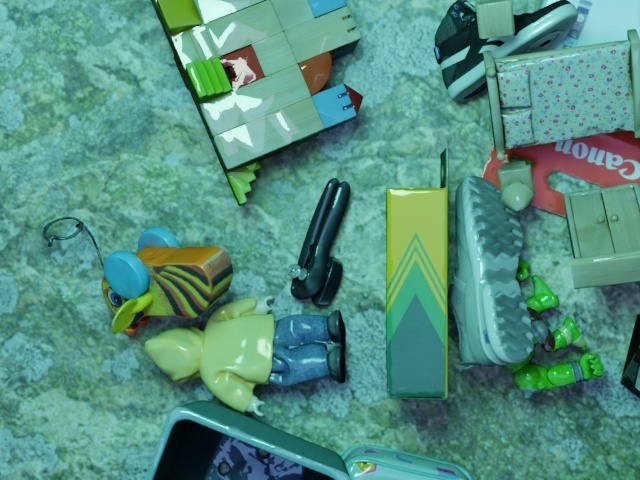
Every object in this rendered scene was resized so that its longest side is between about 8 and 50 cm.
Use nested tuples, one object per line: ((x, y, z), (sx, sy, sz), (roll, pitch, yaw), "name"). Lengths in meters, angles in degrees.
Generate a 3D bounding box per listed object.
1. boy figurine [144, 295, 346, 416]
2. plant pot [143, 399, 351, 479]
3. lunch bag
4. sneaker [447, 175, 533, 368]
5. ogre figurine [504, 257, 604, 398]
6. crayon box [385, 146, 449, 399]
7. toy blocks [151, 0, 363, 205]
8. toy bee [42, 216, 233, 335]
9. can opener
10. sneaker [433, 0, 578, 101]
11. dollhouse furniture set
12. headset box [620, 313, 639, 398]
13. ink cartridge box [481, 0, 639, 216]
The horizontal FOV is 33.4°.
((-0.107, 0.167, 1.521), (0.285, 0.092, 0.177), (-6, 66, 6), "boy figurine")
((-0.107, 0.359, 1.456), (0.247, 0.252, 0.247), (21, 93, 3), "plant pot")
((0.108, 0.444, 1.518), (0.224, 0.108, 0.279), (11, 95, -2), "lunch bag")
((0.208, 0.042, 1.466), (0.105, 0.115, 0.281), (18, 58, -34), "sneaker")
((0.294, 0.131, 1.499), (0.118, 0.097, 0.197), (-33, 95, -2), "ogre figurine")
((0.130, 0.038, 1.452), (0.083, 0.203, 0.323), (1, 92, 4), "crayon box")
((-0.067, -0.275, 1.482), (0.260, 0.191, 0.381), (-23, 90, -7), "toy blocks")
((-0.241, 0.062, 1.518), (0.195, 0.298, 0.162), (-26, 123, -28), "toy bee")
((0.000, 0.000, 1.540), (0.059, 0.073, 0.186), (13, 90, 42), "can opener")
((0.235, -0.293, 1.449), (0.217, 0.079, 0.121), (-33, 74, 38), "sneaker")
((0.370, -0.135, 1.345), (0.303, 0.174, 0.356), (-8, 123, 11), "dollhouse furniture set")
((0.576, 0.192, 1.422), (0.293, 0.218, 0.110), (13, 93, 4), "headset box")
((0.426, -0.208, 1.479), (0.308, 0.091, 0.385), (20, 92, 3), "ink cartridge box")
